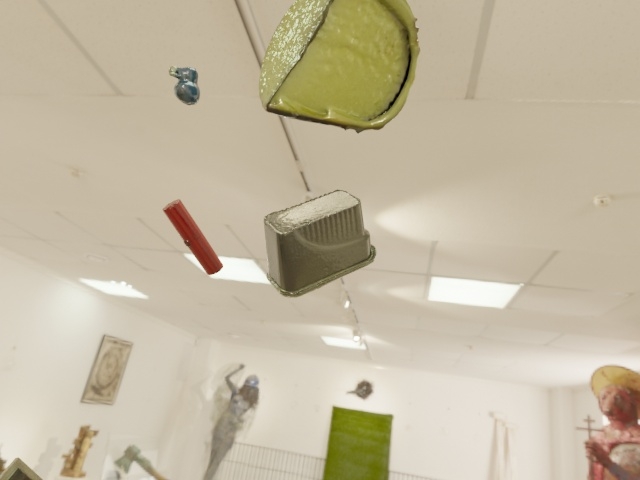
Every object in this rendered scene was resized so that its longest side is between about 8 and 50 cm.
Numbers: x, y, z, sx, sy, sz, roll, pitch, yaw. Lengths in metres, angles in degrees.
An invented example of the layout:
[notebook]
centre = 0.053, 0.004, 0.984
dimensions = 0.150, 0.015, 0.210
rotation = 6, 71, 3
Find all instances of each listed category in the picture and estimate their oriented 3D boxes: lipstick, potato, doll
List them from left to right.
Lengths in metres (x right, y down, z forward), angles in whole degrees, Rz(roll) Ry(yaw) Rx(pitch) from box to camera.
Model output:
[doll]
centre = -0.297, -0.341, 0.986
dimensions = 0.051, 0.083, 0.076
rotation = -3, 0, 29
[lipstick]
centre = -0.424, -0.006, 1.503
dimensions = 0.073, 0.073, 0.279
rotation = -9, -60, 39
[potato]
centre = 0.053, -0.402, 0.999
dimensions = 0.280, 0.212, 0.330
rotation = 22, -65, -30

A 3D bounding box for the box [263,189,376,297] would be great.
[box]
centre = 0.000, 0.000, 1.063
dimensions = 0.138, 0.274, 0.178
rotation = 39, -36, 46

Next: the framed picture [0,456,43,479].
[framed picture]
centre = -0.609, 0.579, 0.850
dimensions = 0.016, 0.250, 0.184
rotation = -24, -71, 25
